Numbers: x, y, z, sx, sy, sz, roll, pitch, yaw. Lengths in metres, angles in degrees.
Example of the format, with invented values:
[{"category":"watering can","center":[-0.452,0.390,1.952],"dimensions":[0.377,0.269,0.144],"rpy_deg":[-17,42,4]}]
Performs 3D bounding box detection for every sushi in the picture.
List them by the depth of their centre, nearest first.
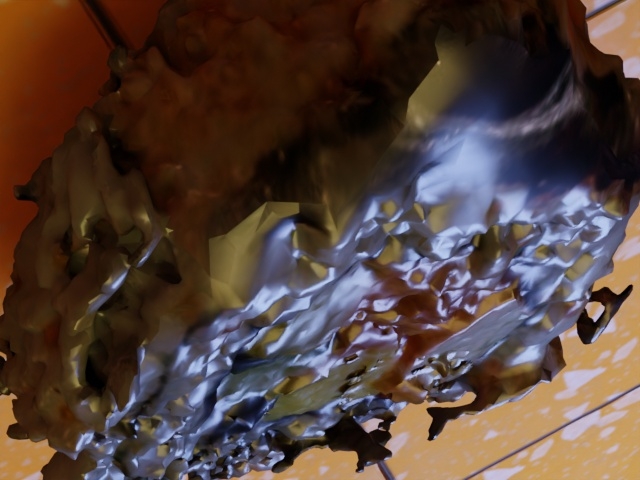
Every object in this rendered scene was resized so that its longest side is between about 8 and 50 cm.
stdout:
[{"category":"sushi","center":[-0.003,0.003,0.929],"dimensions":[0.417,0.176,0.417],"rpy_deg":[-25,151,-15]}]
